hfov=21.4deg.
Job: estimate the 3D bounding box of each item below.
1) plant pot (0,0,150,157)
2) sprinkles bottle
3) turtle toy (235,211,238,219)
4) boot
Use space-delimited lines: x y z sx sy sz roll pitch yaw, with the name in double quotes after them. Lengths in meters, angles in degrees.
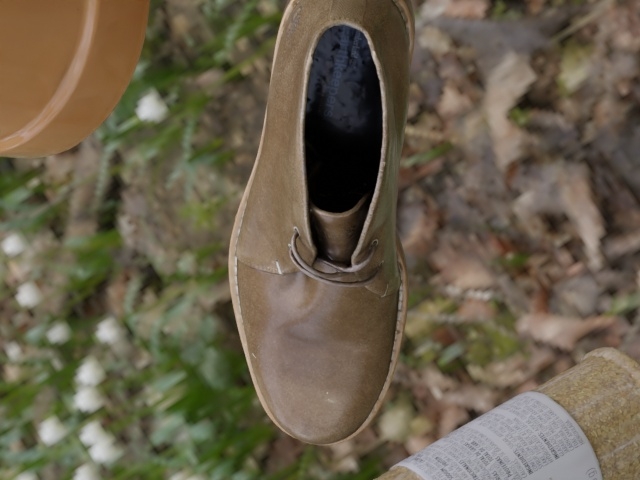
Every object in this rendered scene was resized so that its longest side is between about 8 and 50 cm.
-0.316 -0.212 1.410 0.203 0.291 0.291 -5 -126 -52 "plant pot"
0.121 0.209 1.343 0.121 0.355 0.121 43 148 36 "sprinkles bottle"
-0.053 0.006 1.896 0.066 0.095 0.130 -19 -78 -56 "turtle toy"
0.000 0.000 0.986 0.115 0.112 0.305 -85 -1 -65 "boot"
